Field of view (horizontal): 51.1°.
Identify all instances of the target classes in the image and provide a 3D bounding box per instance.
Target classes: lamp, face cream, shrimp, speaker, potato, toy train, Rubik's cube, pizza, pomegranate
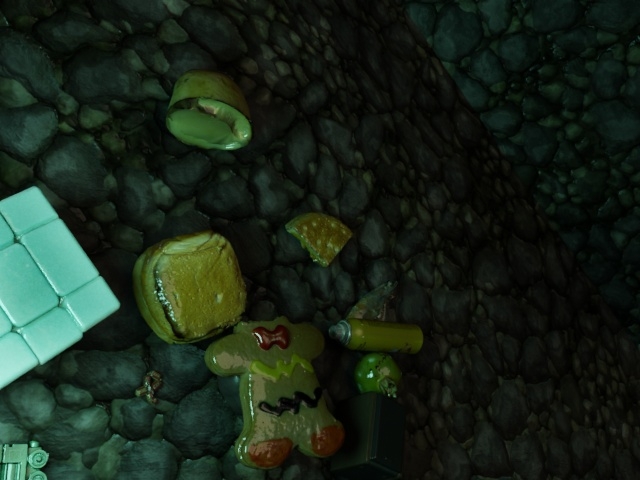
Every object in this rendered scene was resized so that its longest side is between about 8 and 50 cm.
[{"bbox_3d":[-0.433,0.373,1.716,0.063,0.031,0.083,41,45,-23],"label":"lamp"},{"bbox_3d":[0.177,0.312,2.193,0.349,0.105,0.105,11,64,-34],"label":"face cream"},{"bbox_3d":[0.201,0.252,2.329,0.317,0.062,0.164,-43,106,-40],"label":"shrimp"},{"bbox_3d":[0.148,0.599,2.035,0.153,0.192,0.231,32,48,-27],"label":"speaker"},{"bbox_3d":[-0.337,-0.414,2.037,0.285,0.242,0.242,10,65,-32],"label":"potato"},{"bbox_3d":[-0.645,0.517,1.434,0.111,0.071,0.170,8,67,-30],"label":"toy train"},{"bbox_3d":[-0.677,0.128,1.398,0.322,0.319,0.316,56,46,-6],"label":"Rubik's cube"},{"bbox_3d":[0.000,0.000,2.258,0.292,0.058,0.197,3,71,-40],"label":"pizza"},{"bbox_3d":[0.191,0.442,2.140,0.159,0.205,0.159,-3,102,-15],"label":"pomegranate"}]

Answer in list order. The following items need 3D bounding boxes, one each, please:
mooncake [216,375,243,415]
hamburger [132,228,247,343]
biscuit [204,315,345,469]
[{"bbox_3d":[-0.170,0.380,1.886,0.245,0.133,0.245,15,61,-29],"label":"mooncake"},{"bbox_3d":[-0.347,0.128,1.799,0.304,0.174,0.284,-12,80,-44],"label":"hamburger"},{"bbox_3d":[-0.112,0.395,1.784,0.368,0.076,0.394,1,68,-36],"label":"biscuit"}]
